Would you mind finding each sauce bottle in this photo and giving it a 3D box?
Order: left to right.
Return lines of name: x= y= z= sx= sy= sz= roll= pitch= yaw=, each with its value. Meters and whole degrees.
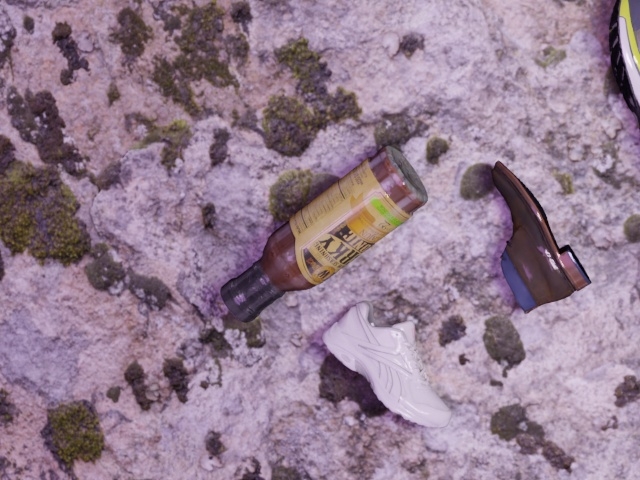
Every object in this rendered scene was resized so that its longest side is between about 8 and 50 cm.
sauce bottle: x=0.000 y=0.000 z=1.894 sx=0.344 sy=0.111 sz=0.111 roll=-38 pitch=81 yaw=17

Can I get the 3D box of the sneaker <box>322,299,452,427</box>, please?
sneaker: x=0.115 y=0.178 z=1.875 sx=0.232 sy=0.090 sz=0.115 roll=41 pitch=100 yaw=11

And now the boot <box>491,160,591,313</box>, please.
boot: x=0.283 y=-0.002 z=1.814 sx=0.106 sy=0.082 sz=0.219 roll=-35 pitch=84 yaw=14

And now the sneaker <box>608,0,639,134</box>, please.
sneaker: x=0.483 y=-0.209 z=1.740 sx=0.121 sy=0.111 sz=0.300 roll=-21 pitch=89 yaw=4
